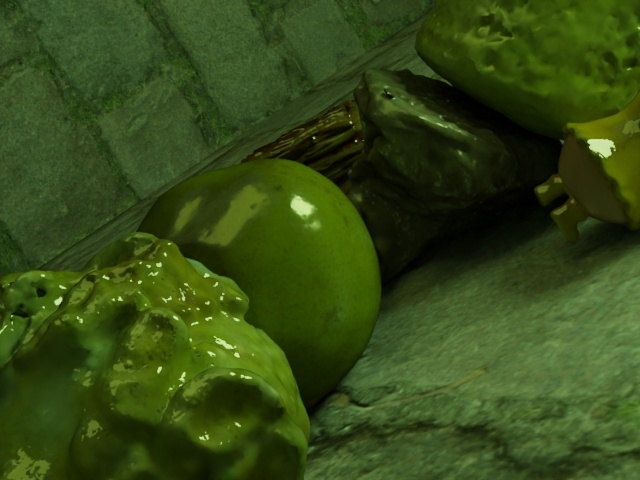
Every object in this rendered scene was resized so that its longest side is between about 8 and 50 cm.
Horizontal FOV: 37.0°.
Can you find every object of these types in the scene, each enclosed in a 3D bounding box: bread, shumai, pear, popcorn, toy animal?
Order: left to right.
[{"bbox_3d":[-0.147,0.173,0.723,0.312,0.312,0.312,-27,15,8],"label":"popcorn"},{"bbox_3d":[-0.060,0.045,1.087,0.287,0.287,0.375,-21,2,28],"label":"pear"},{"bbox_3d":[-0.004,-0.135,1.748,0.277,0.167,0.324,-27,6,10],"label":"bread"},{"bbox_3d":[0.154,-0.061,1.258,0.314,0.262,0.267,7,28,-28],"label":"shumai"},{"bbox_3d":[0.313,-0.293,1.189,0.348,0.308,0.348,15,20,-6],"label":"bread"},{"bbox_3d":[0.338,-0.095,1.017,0.229,0.156,0.156,-39,12,13],"label":"toy animal"}]
